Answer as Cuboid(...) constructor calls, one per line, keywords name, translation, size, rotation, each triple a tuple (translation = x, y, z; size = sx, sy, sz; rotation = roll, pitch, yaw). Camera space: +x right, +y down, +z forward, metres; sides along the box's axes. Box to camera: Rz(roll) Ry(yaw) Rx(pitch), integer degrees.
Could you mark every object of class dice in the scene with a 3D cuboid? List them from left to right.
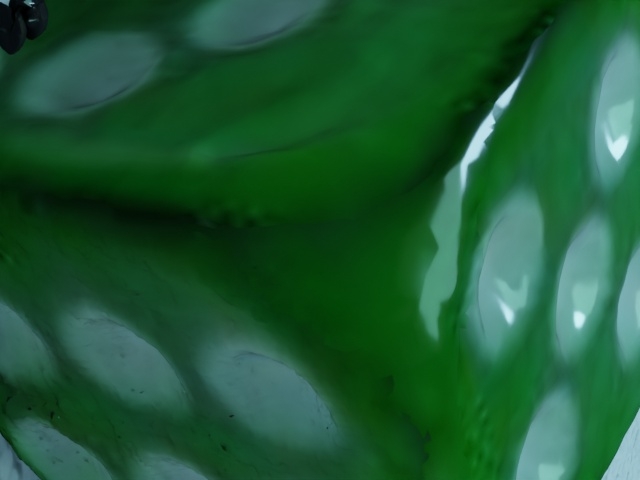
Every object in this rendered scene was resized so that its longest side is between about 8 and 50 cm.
Cuboid(name="dice", translation=(0.000, 0.000, 1.006), size=(0.300, 0.297, 0.287), rotation=(-52, 140, -38))

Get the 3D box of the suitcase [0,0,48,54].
Cuboid(name="suitcase", translation=(-0.145, -0.226, 0.876), size=(0.194, 0.143, 0.235), rotation=(-41, 130, -44))
